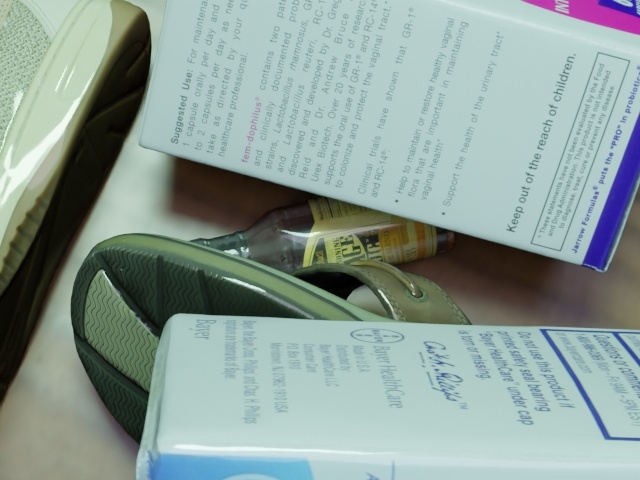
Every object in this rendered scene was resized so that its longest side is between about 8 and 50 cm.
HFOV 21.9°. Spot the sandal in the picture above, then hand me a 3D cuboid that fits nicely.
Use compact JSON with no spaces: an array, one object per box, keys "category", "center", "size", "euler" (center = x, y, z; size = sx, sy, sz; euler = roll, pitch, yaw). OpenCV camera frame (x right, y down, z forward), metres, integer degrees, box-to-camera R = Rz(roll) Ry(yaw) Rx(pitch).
[{"category":"sandal","center":[0.033,0.065,0.764],"size":[0.303,0.086,0.120],"euler":[14,122,-5]}]

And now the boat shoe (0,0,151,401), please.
[{"category":"boat shoe","center":[-0.180,0.009,0.752],"size":[0.098,0.109,0.302],"euler":[22,72,6]}]

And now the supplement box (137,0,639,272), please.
[{"category":"supplement box","center":[0.040,-0.084,0.760],"size":[0.220,0.111,0.114],"euler":[14,122,-1]}]

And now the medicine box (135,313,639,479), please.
[{"category":"medicine box","center":[0.072,0.178,0.661],"size":[0.289,0.149,0.263],"euler":[2,105,-3]}]

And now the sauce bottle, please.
[{"category":"sauce bottle","center":[0.000,0.000,0.796],"size":[0.128,0.042,0.042],"euler":[-14,80,-5]}]
